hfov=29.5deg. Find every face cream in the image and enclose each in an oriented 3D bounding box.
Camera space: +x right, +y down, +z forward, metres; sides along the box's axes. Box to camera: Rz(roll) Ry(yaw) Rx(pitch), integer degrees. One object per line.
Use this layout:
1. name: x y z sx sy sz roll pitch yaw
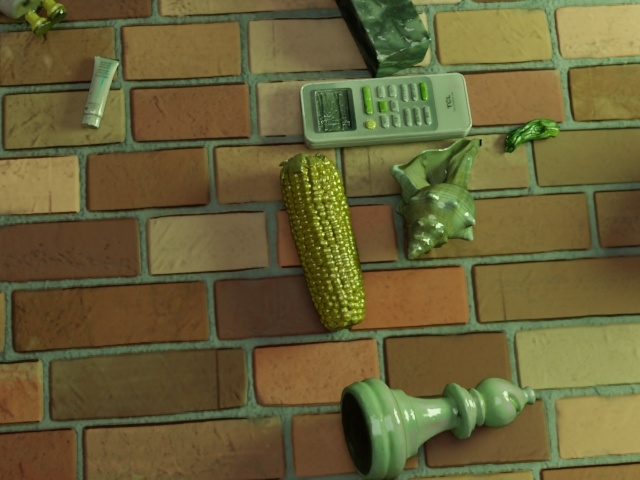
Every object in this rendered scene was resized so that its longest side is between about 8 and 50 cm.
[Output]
1. face cream: -0.329 -0.221 1.805 0.038 0.020 0.115 11 75 1

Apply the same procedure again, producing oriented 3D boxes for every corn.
1. corn: 0.005 -0.001 1.734 0.091 0.091 0.260 -11 80 -8

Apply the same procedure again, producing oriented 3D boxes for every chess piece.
1. chess piece: 0.174 0.239 1.676 0.271 0.139 0.139 -10 77 -16

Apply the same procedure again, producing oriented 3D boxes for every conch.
1. conch: 0.157 -0.056 1.754 0.137 0.114 0.234 14 40 -9

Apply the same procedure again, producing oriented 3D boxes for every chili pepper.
1. chili pepper: 0.315 -0.160 1.819 0.091 0.030 0.034 -19 103 -5

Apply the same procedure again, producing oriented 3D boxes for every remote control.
1. remote control: 0.096 -0.193 1.808 0.250 0.034 0.103 -4 67 -3

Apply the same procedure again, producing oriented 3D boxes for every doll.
1. doll: -0.465 -0.394 1.811 0.129 0.081 0.207 -42 79 1

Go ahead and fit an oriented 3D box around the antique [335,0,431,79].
1. antique: 0.084 -0.347 1.823 0.088 0.086 0.183 -22 78 -9
